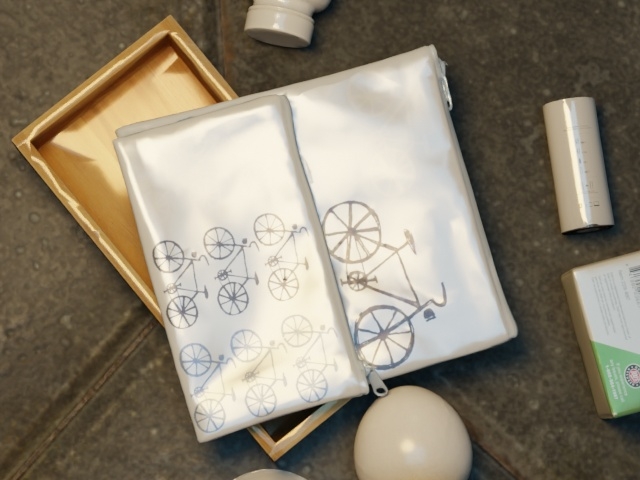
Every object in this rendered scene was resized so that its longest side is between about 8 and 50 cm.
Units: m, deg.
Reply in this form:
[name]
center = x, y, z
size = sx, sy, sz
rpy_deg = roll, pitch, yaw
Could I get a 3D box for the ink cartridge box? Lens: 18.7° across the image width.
[ink cartridge box]
center = 0.365, 0.079, 1.948
size = 0.212, 0.093, 0.154
rpy_deg = -15, 84, -3

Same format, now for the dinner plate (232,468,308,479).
[dinner plate]
center = -0.050, 0.299, 1.943
size = 0.141, 0.017, 0.141
rpy_deg = 0, 81, -3

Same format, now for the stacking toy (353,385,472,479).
[stacking toy]
center = 0.099, 0.362, 1.829
size = 0.350, 0.350, 0.480
rpy_deg = -6, 68, -3

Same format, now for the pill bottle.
[pill bottle]
center = -0.028, -0.286, 1.979
size = 0.094, 0.094, 0.169
rpy_deg = 11, 82, -1

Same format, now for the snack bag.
[snack bag]
center = 0.000, 0.000, 1.901
size = 0.342, 0.037, 0.323
rpy_deg = -15, 83, -4

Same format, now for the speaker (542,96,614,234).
[speaker]
center = 0.262, -0.077, 1.983
size = 0.055, 0.055, 0.136
rpy_deg = -8, 83, -3

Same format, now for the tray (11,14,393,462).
[tray]
center = -0.099, -0.001, 1.951
size = 0.203, 0.076, 0.411
rpy_deg = -39, 87, -7
